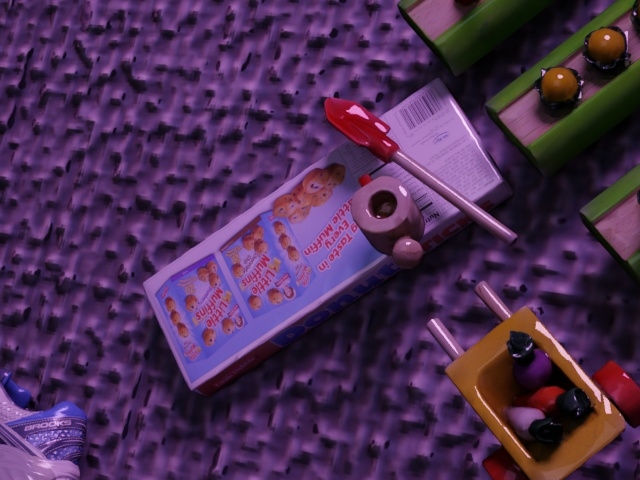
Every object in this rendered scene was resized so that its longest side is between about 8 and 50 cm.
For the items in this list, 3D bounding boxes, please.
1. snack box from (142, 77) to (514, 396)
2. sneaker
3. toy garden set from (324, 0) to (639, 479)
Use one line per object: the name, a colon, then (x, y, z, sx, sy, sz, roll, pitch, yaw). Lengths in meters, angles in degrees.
snack box: (0.000, 0.000, 0.648, 0.178, 0.022, 0.064, -34, 65, 13)
sneaker: (-0.174, 0.093, 0.694, 0.135, 0.052, 0.058, 11, 70, 20)
toy garden set: (0.102, -0.029, 0.572, 0.204, 0.049, 0.244, -38, 64, 1)
